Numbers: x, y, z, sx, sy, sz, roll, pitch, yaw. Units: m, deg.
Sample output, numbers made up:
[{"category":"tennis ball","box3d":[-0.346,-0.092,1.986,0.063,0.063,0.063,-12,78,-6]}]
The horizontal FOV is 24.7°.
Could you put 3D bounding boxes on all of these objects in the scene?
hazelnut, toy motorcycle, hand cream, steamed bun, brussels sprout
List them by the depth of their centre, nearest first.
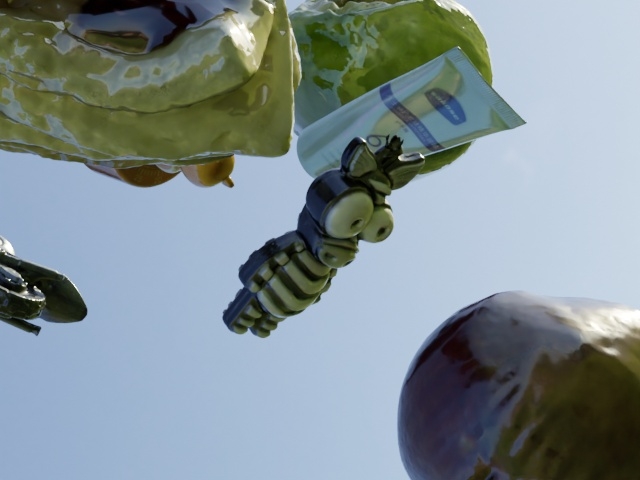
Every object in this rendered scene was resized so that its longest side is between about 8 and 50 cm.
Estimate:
[{"category":"steamed bun","box3d":[-0.210,-0.188,0.847,0.189,0.427,0.247,85,-164,-58]},{"category":"hazelnut","box3d":[0.170,0.146,1.126,0.229,0.229,0.229,-44,-31,-35]},{"category":"hand cream","box3d":[0.084,-0.129,1.590,0.109,0.320,0.067,45,-123,-19]},{"category":"toy motorcycle","box3d":[-0.434,0.019,1.793,0.108,0.307,0.173,-64,-24,8]},{"category":"brussels sprout","box3d":[0.078,-0.228,1.965,0.268,0.344,0.344,-53,-26,-14]}]

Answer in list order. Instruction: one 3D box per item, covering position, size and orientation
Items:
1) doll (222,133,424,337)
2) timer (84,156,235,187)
[{"category":"doll","box3d":[0.000,0.000,1.209,0.091,0.067,0.219,16,-59,-47]},{"category":"timer","box3d":[-0.134,-0.093,1.349,0.132,0.152,0.132,-29,-46,-34]}]
